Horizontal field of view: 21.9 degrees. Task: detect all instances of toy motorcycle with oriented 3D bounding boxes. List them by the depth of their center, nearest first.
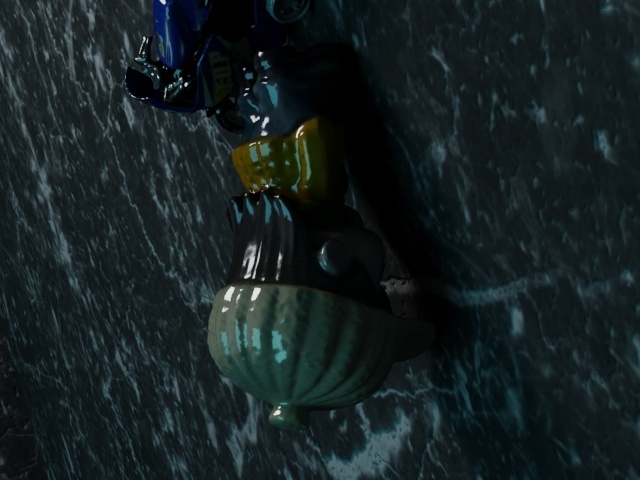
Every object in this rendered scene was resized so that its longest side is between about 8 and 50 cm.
[{"bbox_3d":[-0.108,-0.219,1.548,0.113,0.169,0.315,51,152,44],"label":"toy motorcycle"}]

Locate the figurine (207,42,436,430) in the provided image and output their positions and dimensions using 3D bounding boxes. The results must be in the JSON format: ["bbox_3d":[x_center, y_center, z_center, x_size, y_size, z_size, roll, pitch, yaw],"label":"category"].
[{"bbox_3d":[-0.029,-0.002,1.498,0.332,0.204,0.185,70,160,2],"label":"figurine"}]
